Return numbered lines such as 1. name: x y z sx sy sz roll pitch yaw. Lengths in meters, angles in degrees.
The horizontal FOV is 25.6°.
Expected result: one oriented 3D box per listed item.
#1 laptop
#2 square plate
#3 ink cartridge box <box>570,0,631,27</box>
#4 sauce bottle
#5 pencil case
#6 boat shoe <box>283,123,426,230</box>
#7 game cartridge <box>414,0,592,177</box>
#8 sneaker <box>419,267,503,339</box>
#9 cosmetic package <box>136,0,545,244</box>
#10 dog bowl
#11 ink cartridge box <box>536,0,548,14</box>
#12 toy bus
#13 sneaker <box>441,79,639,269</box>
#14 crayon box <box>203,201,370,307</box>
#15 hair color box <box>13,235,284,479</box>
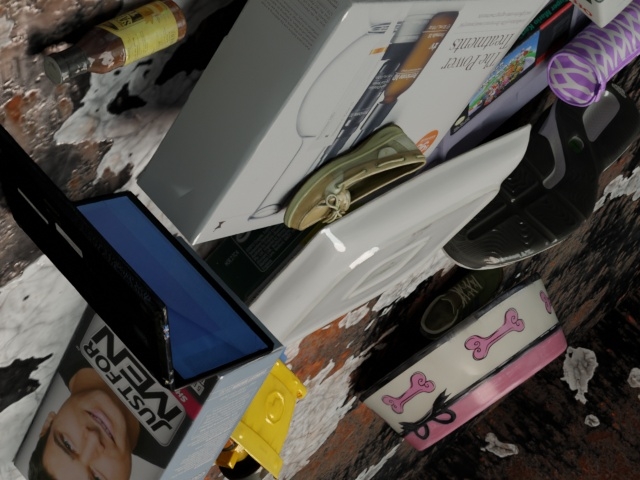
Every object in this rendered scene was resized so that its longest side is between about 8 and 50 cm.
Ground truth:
1. laptop: -0.159 0.003 1.257 0.136 0.234 0.264 -38 160 -21
2. square plate: 0.063 0.018 1.664 0.347 0.049 0.344 -27 168 -36
3. ink cartridge box: 0.284 -0.344 1.552 0.087 0.153 0.208 -44 160 1
4. sauce bottle: -0.171 -0.164 1.177 0.128 0.042 0.042 -31 157 -36
5. pencil case: 0.388 -0.255 1.890 0.206 0.088 0.086 -39 156 -34
6. boat shoe: 0.032 -0.053 1.358 0.153 0.048 0.056 -35 160 -22
7. game cartridge: 0.231 -0.212 1.869 0.355 0.068 0.230 -40 165 -12
8. sneaker: 0.254 0.110 2.563 0.192 0.064 0.086 -43 166 7
9. cosmetic package: 0.031 -0.151 1.370 0.377 0.097 0.284 -16 149 -54
10. dog bowl: 0.277 0.234 2.602 0.408 0.150 0.408 -35 172 -6
11. ink cartridge box: 0.186 -0.282 1.619 0.109 0.062 0.209 -48 160 10
12. toy bus: -0.131 0.184 1.809 0.149 0.220 0.211 47 57 -43
13. sneaker: 0.275 -0.048 2.024 0.447 0.169 0.257 -40 173 -40
14. crayon box: 0.000 0.000 1.798 0.202 0.081 0.318 -46 160 11
15. hair color box: -0.208 0.195 1.630 0.113 0.185 0.374 -23 152 -47
